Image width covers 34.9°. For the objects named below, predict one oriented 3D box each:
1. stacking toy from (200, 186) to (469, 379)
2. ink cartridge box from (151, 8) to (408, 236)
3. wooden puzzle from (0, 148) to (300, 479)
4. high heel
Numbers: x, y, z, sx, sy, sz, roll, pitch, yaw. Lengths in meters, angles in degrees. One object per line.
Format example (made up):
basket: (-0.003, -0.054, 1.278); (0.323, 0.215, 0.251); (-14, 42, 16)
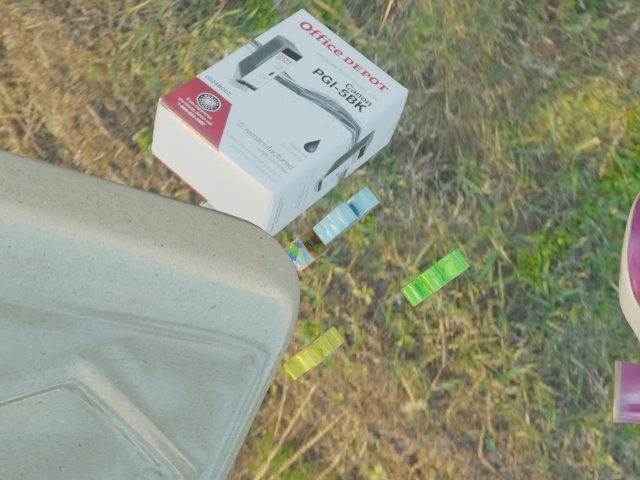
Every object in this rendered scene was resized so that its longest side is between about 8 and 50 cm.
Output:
stacking toy: (0.000, 0.000, 0.821); (0.167, 0.052, 0.221); (54, 132, 2)
ink cartridge box: (-0.025, -0.077, 0.654); (0.099, 0.135, 0.056); (40, 145, 14)
wooden puzzle: (-0.207, 0.117, 0.390); (0.322, 0.080, 0.347); (16, 102, -34)
high heel: (0.325, 0.057, 0.903); (0.117, 0.244, 0.082); (4, 144, 16)
